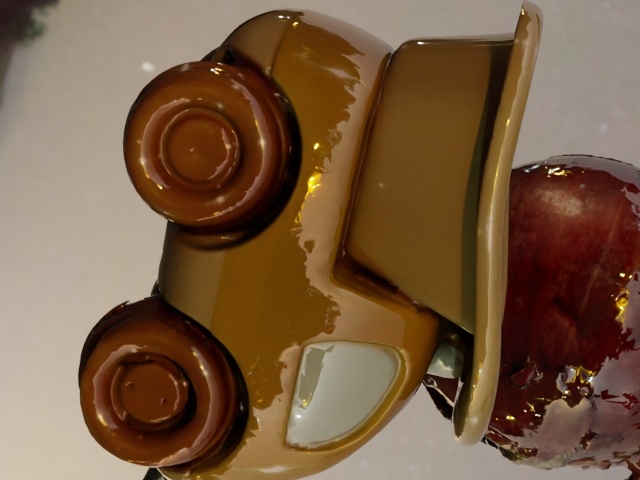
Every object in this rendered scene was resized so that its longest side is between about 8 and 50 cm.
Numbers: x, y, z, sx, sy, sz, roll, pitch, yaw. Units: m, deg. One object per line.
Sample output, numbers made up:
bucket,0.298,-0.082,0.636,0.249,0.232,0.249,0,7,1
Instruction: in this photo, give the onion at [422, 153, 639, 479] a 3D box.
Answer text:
onion,0.199,0.056,1.273,0.276,0.276,0.276,-161,-90,-78

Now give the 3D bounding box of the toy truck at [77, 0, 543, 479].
toy truck,0.000,0.000,0.893,0.204,0.212,0.288,-54,154,-77

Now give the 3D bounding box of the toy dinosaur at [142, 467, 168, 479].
toy dinosaur,-0.088,0.186,1.746,0.294,0.077,0.162,-39,-141,-7
